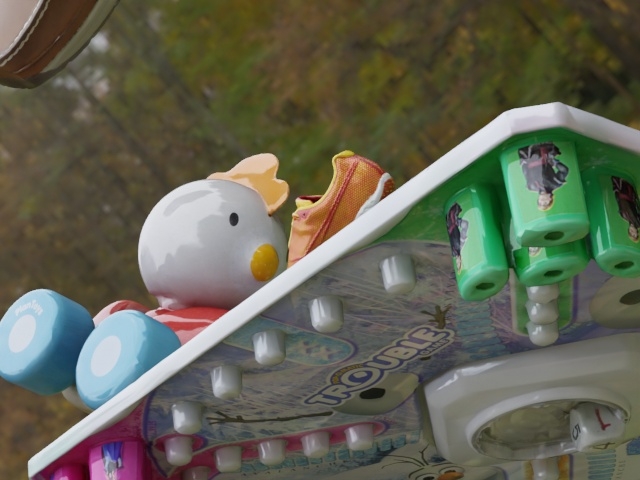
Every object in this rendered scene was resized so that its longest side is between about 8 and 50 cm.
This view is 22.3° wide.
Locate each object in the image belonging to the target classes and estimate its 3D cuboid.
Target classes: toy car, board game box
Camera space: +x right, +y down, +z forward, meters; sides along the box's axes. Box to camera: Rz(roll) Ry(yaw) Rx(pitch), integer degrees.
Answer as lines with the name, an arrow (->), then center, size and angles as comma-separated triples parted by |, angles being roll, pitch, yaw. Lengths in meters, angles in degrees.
toy car -> -0.076, 0.039, 1.194 | 0.210, 0.219, 0.238 | 9, 73, 48
board game box -> 0.115, 0.094, 0.814 | 0.390, 0.050, 0.390 | 15, -35, -35

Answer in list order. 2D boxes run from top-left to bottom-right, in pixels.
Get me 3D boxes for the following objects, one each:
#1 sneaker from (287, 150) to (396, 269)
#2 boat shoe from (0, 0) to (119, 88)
sneaker -> 0.000, 0.000, 1.368 | 0.175, 0.067, 0.064 | -59, -13, 22
boat shoe -> -0.203, -0.278, 1.262 | 0.122, 0.120, 0.324 | 7, 69, 41
